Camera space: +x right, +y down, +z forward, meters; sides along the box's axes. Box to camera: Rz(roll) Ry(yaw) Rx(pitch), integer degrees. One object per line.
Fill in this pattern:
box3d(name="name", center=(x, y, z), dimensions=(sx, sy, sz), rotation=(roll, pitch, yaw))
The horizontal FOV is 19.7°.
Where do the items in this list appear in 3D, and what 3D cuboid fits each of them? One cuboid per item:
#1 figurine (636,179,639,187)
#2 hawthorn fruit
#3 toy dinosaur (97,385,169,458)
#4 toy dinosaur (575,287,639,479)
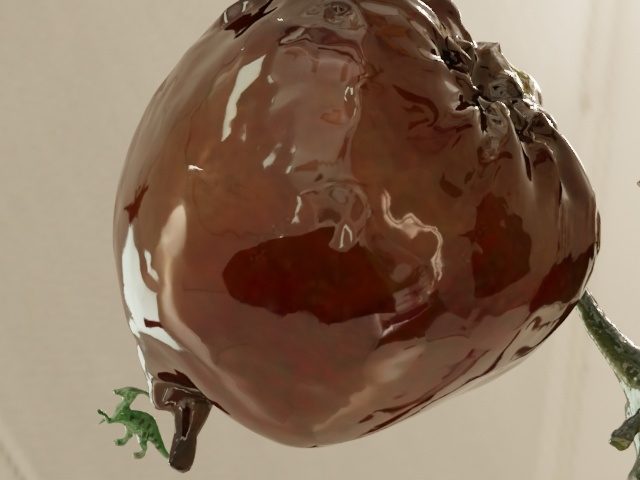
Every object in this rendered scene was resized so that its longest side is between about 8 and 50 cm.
box3d(name="figurine", center=(0.408, 0.023, 0.933), dimensions=(0.361, 0.377, 0.266), rotation=(53, -141, -38))
box3d(name="hawthorn fruit", center=(0.013, -0.018, 1.214), dimensions=(0.308, 0.324, 0.308), rotation=(18, -122, -33))
box3d(name="toy dinosaur", center=(-0.138, 0.142, 1.446), dimensions=(0.021, 0.083, 0.062), rotation=(-112, 40, -53))
box3d(name="toy dinosaur", center=(0.306, 0.156, 1.479), dimensions=(0.363, 0.076, 0.147), rotation=(35, -130, -4))
